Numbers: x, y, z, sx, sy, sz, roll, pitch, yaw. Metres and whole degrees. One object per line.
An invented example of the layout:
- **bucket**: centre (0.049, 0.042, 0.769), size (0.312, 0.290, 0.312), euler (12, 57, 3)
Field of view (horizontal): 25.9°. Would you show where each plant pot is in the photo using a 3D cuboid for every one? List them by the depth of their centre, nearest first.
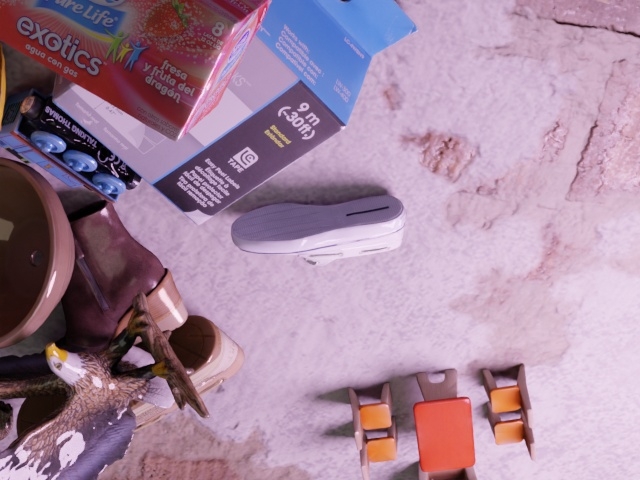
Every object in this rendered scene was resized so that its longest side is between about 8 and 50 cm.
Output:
- **plant pot**: centre (-0.387, 0.018, 1.733), size (0.237, 0.237, 0.110), euler (-33, 160, 23)

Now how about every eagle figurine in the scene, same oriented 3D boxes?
- **eagle figurine**: centre (-0.316, 0.193, 1.725), size (0.298, 0.226, 0.225), euler (-32, 114, -2)

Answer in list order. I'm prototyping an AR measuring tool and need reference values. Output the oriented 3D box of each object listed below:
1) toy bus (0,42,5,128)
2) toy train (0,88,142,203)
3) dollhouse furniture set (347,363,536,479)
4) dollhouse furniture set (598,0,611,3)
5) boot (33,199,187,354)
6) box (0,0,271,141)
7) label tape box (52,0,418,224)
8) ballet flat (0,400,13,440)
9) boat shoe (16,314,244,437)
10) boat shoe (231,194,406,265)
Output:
- **toy bus**: centre (-0.469, -0.128, 1.626), size (0.220, 0.149, 0.211), euler (-3, 144, -4)
- **toy train**: centre (-0.299, -0.113, 1.672), size (0.105, 0.080, 0.184), euler (-6, 147, 43)
- **dollhouse furniture set**: centre (0.187, 0.321, 2.046), size (0.262, 0.135, 0.259), euler (-8, 131, 3)
- **dollhouse furniture set**: centre (0.314, -0.348, 1.548), size (0.151, 0.123, 0.144), euler (-44, 128, -12)
- **boot**: centre (-0.320, 0.067, 1.851), size (0.248, 0.090, 0.207), euler (-26, 115, 20)
- **box**: centre (-0.222, -0.249, 1.418), size (0.300, 0.154, 0.142), euler (31, 113, 1)
- **label tape box**: centre (-0.095, -0.203, 1.592), size (0.347, 0.115, 0.249), euler (-31, 125, 24)
- **ballet flat**: centre (-0.501, 0.198, 1.942), size (0.058, 0.084, 0.250), euler (-28, 130, 1)
- **boat shoe**: centre (-0.266, 0.219, 1.942), size (0.341, 0.122, 0.110), euler (-23, 149, 17)
- **boat shoe**: centre (0.000, 0.000, 1.792), size (0.226, 0.083, 0.076), euler (-5, 130, 0)
